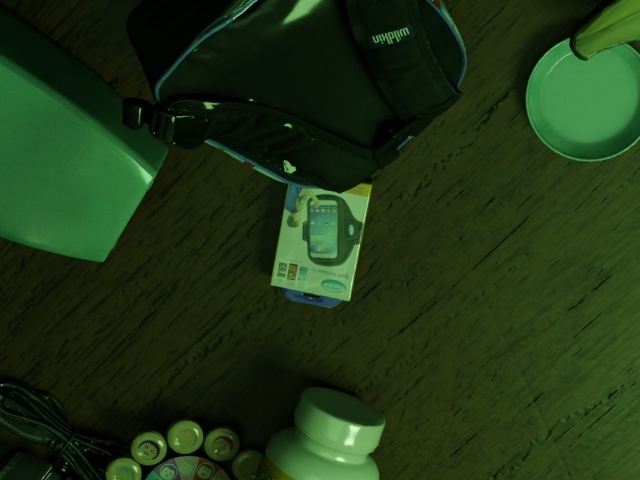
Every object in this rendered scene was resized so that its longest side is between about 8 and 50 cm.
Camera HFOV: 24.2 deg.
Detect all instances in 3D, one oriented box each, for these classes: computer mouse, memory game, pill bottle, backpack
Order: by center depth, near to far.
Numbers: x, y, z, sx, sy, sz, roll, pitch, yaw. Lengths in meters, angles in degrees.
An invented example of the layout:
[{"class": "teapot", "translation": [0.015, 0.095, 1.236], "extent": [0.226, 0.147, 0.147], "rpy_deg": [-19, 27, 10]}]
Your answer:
[{"class": "backpack", "translation": [-0.011, -0.174, 1.310], "extent": [0.277, 0.213, 0.263], "rpy_deg": [-34, 135, 17]}, {"class": "pill bottle", "translation": [-0.011, 0.256, 1.468], "extent": [0.118, 0.117, 0.208], "rpy_deg": [21, 103, 3]}, {"class": "memory game", "translation": [-0.135, 0.269, 1.521], "extent": [0.186, 0.012, 0.186], "rpy_deg": [-2, 106, -6]}, {"class": "computer mouse", "translation": [-0.324, 0.295, 1.544], "extent": [0.188, 0.072, 0.272], "rpy_deg": [32, 105, -1]}]

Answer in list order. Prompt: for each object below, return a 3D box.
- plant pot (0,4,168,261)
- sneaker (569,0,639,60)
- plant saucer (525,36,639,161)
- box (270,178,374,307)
[{"class": "plant pot", "translation": [-0.272, -0.094, 1.407], "extent": [0.234, 0.165, 0.165], "rpy_deg": [30, 105, -8]}, {"class": "sneaker", "translation": [0.424, -0.192, 1.282], "extent": [0.410, 0.158, 0.182], "rpy_deg": [-14, 95, 12]}, {"class": "plant saucer", "translation": [0.252, -0.134, 1.393], "extent": [0.119, 0.021, 0.119], "rpy_deg": [2, 103, 8]}, {"class": "box", "translation": [0.000, 0.000, 1.456], "extent": [0.081, 0.028, 0.136], "rpy_deg": [11, 102, 5]}]
